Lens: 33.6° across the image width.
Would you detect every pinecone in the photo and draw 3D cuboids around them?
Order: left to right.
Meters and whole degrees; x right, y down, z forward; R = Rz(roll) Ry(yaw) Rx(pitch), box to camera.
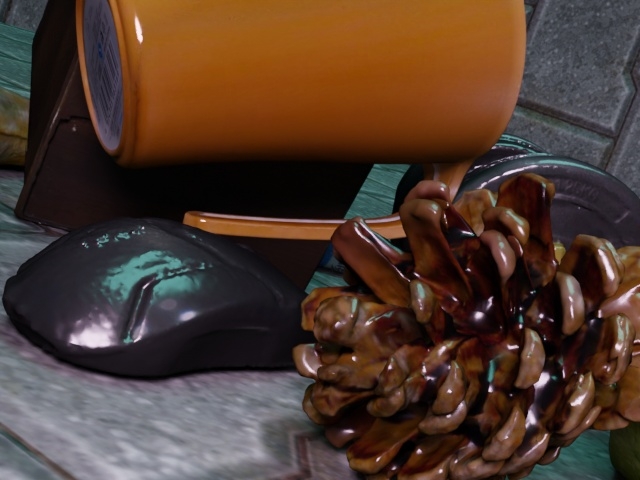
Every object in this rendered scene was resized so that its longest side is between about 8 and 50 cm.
[{"bbox_3d":[0.075,0.048,0.531,0.195,0.150,0.179,-7,-18,-46],"label":"pinecone"}]

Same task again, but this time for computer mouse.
[{"bbox_3d":[-0.083,0.027,0.614,0.122,0.073,0.217,25,9,30],"label":"computer mouse"}]

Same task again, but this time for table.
[{"bbox_3d":[-0.105,-0.141,0.901,0.251,0.196,0.282,15,31,-23],"label":"table"}]

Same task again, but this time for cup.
[{"bbox_3d":[-0.009,-0.104,0.673,0.264,0.226,0.182,-10,16,-22],"label":"cup"}]

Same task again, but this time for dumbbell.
[{"bbox_3d":[0.155,0.009,0.873,0.185,0.185,0.388,19,9,-3],"label":"dumbbell"}]

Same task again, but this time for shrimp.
[{"bbox_3d":[-0.333,-0.111,0.923,0.168,0.077,0.317,13,1,24],"label":"shrimp"}]

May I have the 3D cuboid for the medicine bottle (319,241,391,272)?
[{"bbox_3d":[0.000,0.000,1.013,0.191,0.051,0.051,16,10,-21],"label":"medicine bottle"}]

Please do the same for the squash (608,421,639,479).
[{"bbox_3d":[0.229,0.102,0.708,0.203,0.111,0.288,13,9,-12],"label":"squash"}]
